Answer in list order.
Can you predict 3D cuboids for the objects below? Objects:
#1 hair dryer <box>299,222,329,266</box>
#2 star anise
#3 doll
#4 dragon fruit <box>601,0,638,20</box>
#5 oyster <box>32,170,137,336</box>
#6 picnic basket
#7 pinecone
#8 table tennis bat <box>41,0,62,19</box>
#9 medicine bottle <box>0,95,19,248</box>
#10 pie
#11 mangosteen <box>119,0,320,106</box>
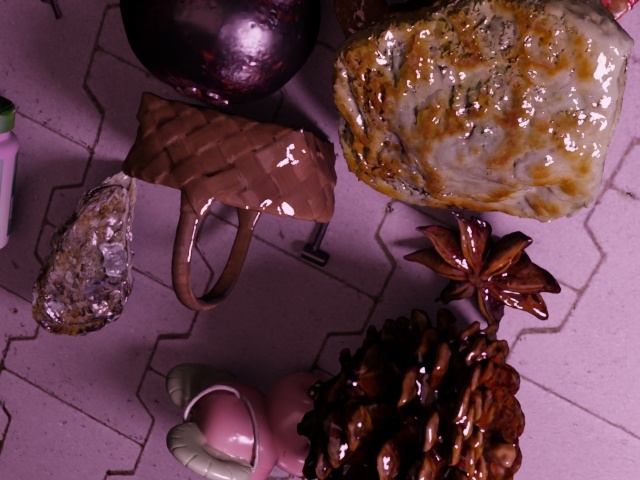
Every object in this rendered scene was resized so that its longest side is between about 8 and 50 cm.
[{"bbox_3d":[0.000,0.000,1.692,0.047,0.026,0.083,23,109,7],"label":"hair dryer"},{"bbox_3d":[0.263,0.031,1.571,0.272,0.102,0.272,22,144,17],"label":"star anise"},{"bbox_3d":[-0.137,0.312,1.746,0.268,0.284,0.216,18,116,-21],"label":"doll"},{"bbox_3d":[0.329,-0.365,1.363,0.211,0.134,0.262,42,119,-1],"label":"dragon fruit"},{"bbox_3d":[-0.406,0.026,1.789,0.162,0.158,0.351,12,114,-33],"label":"oyster"},{"bbox_3d":[-0.153,-0.043,1.563,0.337,0.293,0.337,0,89,14],"label":"picnic basket"},{"bbox_3d":[0.146,0.294,1.569,0.397,0.398,0.398,7,113,17],"label":"pinecone"},{"bbox_3d":[-0.456,-0.415,1.688,0.050,0.007,0.083,-13,105,23],"label":"table tennis bat"},{"bbox_3d":[-0.612,-0.123,1.792,0.133,0.133,0.274,21,117,10],"label":"medicine bottle"},{"bbox_3d":[0.223,-0.182,1.390,0.418,0.180,0.395,9,136,28],"label":"pie"},{"bbox_3d":[-0.139,-0.351,1.467,0.297,0.313,0.297,12,150,7],"label":"mangosteen"}]
